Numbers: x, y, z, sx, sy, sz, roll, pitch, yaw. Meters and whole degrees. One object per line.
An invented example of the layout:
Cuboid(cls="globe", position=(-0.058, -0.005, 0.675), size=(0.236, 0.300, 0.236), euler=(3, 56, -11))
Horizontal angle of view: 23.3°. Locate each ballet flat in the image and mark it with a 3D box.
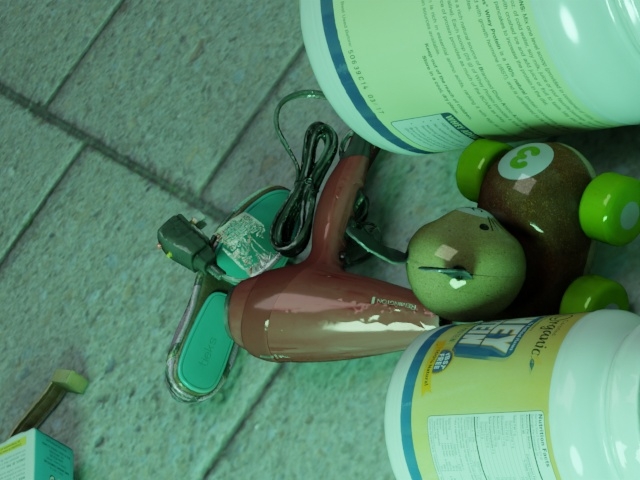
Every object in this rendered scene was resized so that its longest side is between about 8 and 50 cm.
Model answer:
Cuboid(cls="ballet flat", position=(-0.090, 0.048, 1.430), size=(0.079, 0.077, 0.221), euler=(-16, 47, 63))

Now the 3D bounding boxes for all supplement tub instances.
Cuboid(cls="supplement tub", position=(0.158, 0.122, 1.045), size=(0.199, 0.144, 0.144), euler=(-9, 54, 41))
Cuboid(cls="supplement tub", position=(0.169, -0.198, 1.218), size=(0.325, 0.235, 0.235), euler=(-6, 56, 43))

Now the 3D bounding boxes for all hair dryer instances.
Cuboid(cls="hair dryer", position=(0.000, 0.000, 1.312), size=(0.223, 0.080, 0.293), euler=(-46, 57, 0))

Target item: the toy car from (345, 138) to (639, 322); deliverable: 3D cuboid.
Cuboid(cls="toy car", position=(0.114, 0.000, 1.128), size=(0.155, 0.188, 0.149), euler=(21, 106, 47))

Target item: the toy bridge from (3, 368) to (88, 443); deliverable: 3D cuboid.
Cuboid(cls="toy bridge", position=(-0.292, 0.214, 1.531), size=(0.063, 0.026, 0.188), euler=(1, 61, 47))

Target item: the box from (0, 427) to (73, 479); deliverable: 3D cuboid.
Cuboid(cls="box", position=(-0.277, 0.299, 1.395), size=(0.100, 0.060, 0.244), euler=(-24, 50, 23))

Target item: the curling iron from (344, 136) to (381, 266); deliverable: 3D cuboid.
Cuboid(cls="curling iron", position=(0.056, -0.095, 1.417), size=(0.068, 0.035, 0.274), euler=(0, 61, 41))
